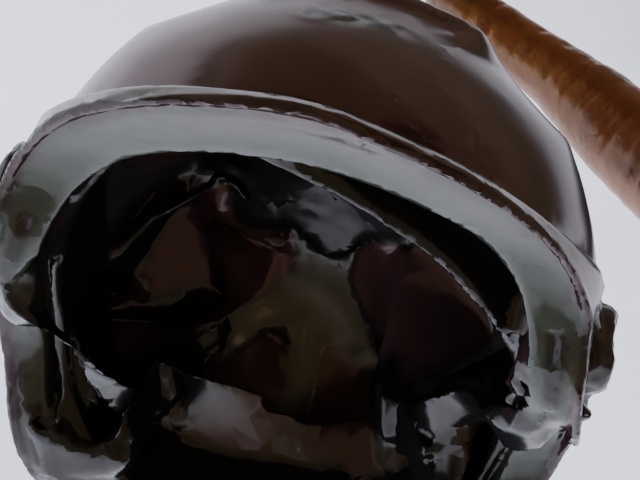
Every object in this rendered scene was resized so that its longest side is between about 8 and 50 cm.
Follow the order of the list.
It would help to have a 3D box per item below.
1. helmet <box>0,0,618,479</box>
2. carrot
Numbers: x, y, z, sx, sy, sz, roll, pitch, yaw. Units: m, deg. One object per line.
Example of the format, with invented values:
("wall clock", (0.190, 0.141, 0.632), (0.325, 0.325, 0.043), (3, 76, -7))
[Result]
("helmet", (0.000, 0.000, 0.879), (0.271, 0.338, 0.197), (14, -132, 7))
("carrot", (0.140, -0.069, 1.047), (0.061, 0.061, 0.256), (-20, -132, -39))
